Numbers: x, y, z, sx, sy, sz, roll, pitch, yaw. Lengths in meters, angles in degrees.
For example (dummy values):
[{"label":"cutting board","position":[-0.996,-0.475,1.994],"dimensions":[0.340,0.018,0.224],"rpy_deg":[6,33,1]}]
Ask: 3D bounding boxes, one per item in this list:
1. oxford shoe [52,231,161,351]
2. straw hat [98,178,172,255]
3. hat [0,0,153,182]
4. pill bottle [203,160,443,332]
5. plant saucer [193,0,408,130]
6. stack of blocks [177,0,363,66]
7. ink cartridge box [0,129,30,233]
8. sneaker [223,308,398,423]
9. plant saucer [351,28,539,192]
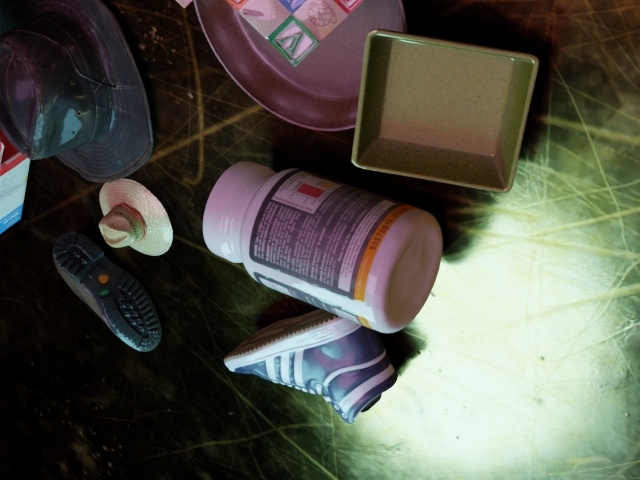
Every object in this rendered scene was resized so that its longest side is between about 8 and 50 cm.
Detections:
[{"label":"oxford shoe","position":[-0.337,0.083,2.117],"dimensions":[0.227,0.083,0.096],"rpy_deg":[51,158,-3]},{"label":"straw hat","position":[-0.296,-0.021,2.001],"dimensions":[0.144,0.061,0.144],"rpy_deg":[23,132,27]},{"label":"hat","position":[-0.387,-0.206,1.884],"dimensions":[0.331,0.134,0.331],"rpy_deg":[22,132,26]},{"label":"pill bottle","position":[0.000,0.000,1.683],"dimensions":[0.278,0.162,0.162],"rpy_deg":[21,132,28]},{"label":"plant saucer","position":[-0.019,-0.278,1.573],"dimensions":[0.310,0.050,0.311],"rpy_deg":[23,134,26]},{"label":"stack of blocks","position":[-0.094,-0.328,1.410],"dimensions":[0.297,0.087,0.171],"rpy_deg":[43,121,-11]},{"label":"ink cartridge box","position":[-0.535,-0.125,2.113],"dimensions":[0.134,0.078,0.231],"rpy_deg":[37,138,12]},{"label":"sneaker","position":[-0.012,0.185,1.885],"dimensions":[0.282,0.099,0.153],"rpy_deg":[-22,103,44]},{"label":"plant saucer","position":[0.138,-0.153,1.498],"dimensions":[0.188,0.045,0.188],"rpy_deg":[10,131,5]}]
